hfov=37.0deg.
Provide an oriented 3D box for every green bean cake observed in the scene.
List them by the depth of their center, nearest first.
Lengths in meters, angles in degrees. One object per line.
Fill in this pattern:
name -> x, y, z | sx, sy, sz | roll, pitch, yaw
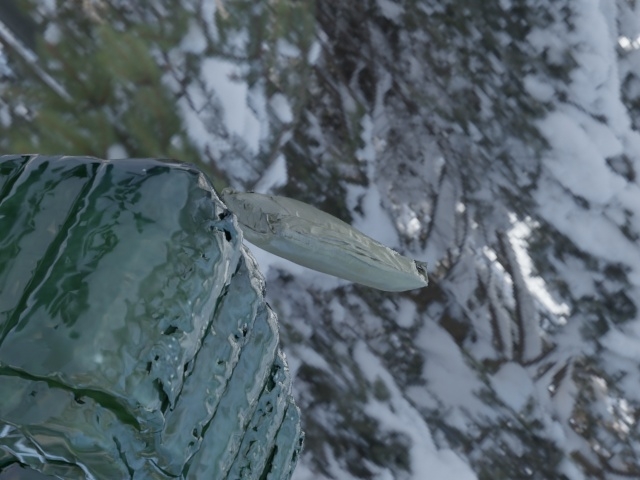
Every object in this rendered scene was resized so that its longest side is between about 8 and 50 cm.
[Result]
green bean cake -> -0.186, 0.093, 0.620 | 0.308, 0.300, 0.169 | 6, -130, 20

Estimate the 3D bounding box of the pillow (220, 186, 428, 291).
pillow -> 0.000, 0.000, 0.889 | 0.119, 0.208, 0.053 | 33, -80, 51
